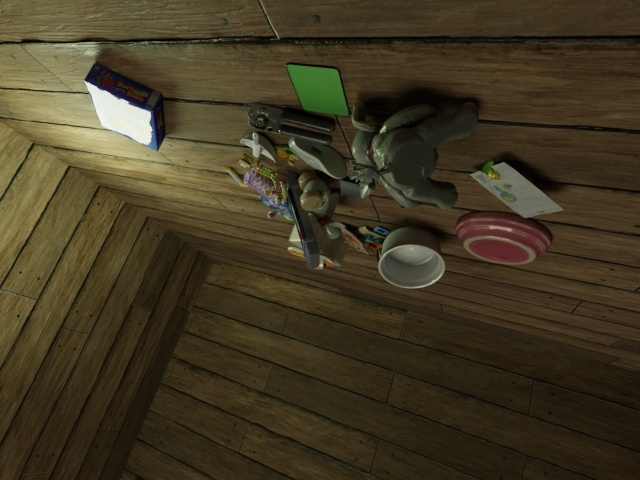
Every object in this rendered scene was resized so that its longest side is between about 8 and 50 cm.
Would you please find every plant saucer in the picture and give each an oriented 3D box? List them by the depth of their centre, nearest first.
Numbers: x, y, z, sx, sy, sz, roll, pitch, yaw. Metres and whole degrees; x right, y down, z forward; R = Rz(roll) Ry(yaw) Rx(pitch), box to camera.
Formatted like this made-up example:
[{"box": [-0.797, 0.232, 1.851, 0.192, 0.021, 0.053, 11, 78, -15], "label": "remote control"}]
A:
[{"box": [0.665, 0.005, 1.538, 0.331, 0.084, 0.332, 17, 163, 6], "label": "plant saucer"}]

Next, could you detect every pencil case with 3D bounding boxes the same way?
[{"box": [-0.245, -0.230, 1.806, 0.086, 0.088, 0.206, 2, 155, 39], "label": "pencil case"}]

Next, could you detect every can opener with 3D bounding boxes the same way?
[{"box": [-0.090, -0.361, 1.292, 0.283, 0.076, 0.095, 16, -165, 10], "label": "can opener"}]

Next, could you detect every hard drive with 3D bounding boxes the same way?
[{"box": [0.124, -0.199, 1.603, 0.094, 0.022, 0.135, 16, 163, 10], "label": "hard drive"}]

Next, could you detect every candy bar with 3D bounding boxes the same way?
[{"box": [-0.386, -0.290, 1.895, 0.040, 0.018, 0.161, 11, 162, 24], "label": "candy bar"}]

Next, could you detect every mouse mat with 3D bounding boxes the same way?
[{"box": [-0.004, -0.405, 1.128, 0.152, 0.007, 0.190, 14, 161, 18], "label": "mouse mat"}]

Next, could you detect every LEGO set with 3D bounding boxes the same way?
[{"box": [-0.203, -0.227, 1.635, 0.287, 0.132, 0.107, 63, 176, -17], "label": "LEGO set"}]

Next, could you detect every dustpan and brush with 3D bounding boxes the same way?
[{"box": [-0.220, -0.339, 1.462, 0.147, 0.060, 0.211, 29, 159, -1], "label": "dustpan and brush"}]

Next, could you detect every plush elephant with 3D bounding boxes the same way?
[{"box": [0.192, -0.232, 1.088, 0.329, 0.255, 0.272, -10, 123, -12], "label": "plush elephant"}]

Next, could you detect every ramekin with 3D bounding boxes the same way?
[{"box": [0.391, 0.070, 1.798, 0.276, 0.135, 0.278, 5, 135, 5], "label": "ramekin"}]

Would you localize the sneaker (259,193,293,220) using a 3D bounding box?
[{"box": [-0.188, -0.178, 1.972, 0.209, 0.069, 0.082, 34, 127, -16], "label": "sneaker"}]

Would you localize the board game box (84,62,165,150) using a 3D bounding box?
[{"box": [-0.713, -0.481, 1.553, 0.233, 0.078, 0.347, 24, 163, -13], "label": "board game box"}]

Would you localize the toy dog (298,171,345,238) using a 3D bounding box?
[{"box": [0.035, -0.146, 1.644, 0.160, 0.221, 0.333, -20, 159, 13], "label": "toy dog"}]

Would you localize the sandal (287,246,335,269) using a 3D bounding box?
[{"box": [-0.052, 0.105, 2.113, 0.264, 0.076, 0.102, 16, 164, 17], "label": "sandal"}]

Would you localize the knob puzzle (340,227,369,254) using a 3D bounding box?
[{"box": [0.139, -0.008, 2.066, 0.213, 0.030, 0.213, 41, 170, 9], "label": "knob puzzle"}]

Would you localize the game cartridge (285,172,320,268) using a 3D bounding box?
[{"box": [-0.077, -0.076, 1.707, 0.068, 0.356, 0.230, -17, 163, -2], "label": "game cartridge"}]

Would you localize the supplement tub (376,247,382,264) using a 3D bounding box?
[{"box": [0.371, 0.075, 1.973, 0.197, 0.106, 0.106, -8, 161, 2], "label": "supplement tub"}]

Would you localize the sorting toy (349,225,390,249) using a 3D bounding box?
[{"box": [0.250, 0.002, 2.050, 0.195, 0.047, 0.347, 25, 163, -19], "label": "sorting toy"}]

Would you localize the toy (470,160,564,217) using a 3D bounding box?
[{"box": [0.566, -0.156, 1.193, 0.237, 0.056, 0.137, 29, 165, -15], "label": "toy"}]

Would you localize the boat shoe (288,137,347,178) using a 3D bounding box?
[{"box": [-0.009, -0.285, 1.408, 0.227, 0.079, 0.081, 32, 169, -23], "label": "boat shoe"}]

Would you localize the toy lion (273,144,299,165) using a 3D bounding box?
[{"box": [-0.124, -0.317, 1.503, 0.096, 0.034, 0.100, 32, 161, -13], "label": "toy lion"}]

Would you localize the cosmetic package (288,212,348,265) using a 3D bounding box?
[{"box": [0.000, 0.000, 2.132, 0.113, 0.161, 0.309, 2, 155, 46], "label": "cosmetic package"}]
